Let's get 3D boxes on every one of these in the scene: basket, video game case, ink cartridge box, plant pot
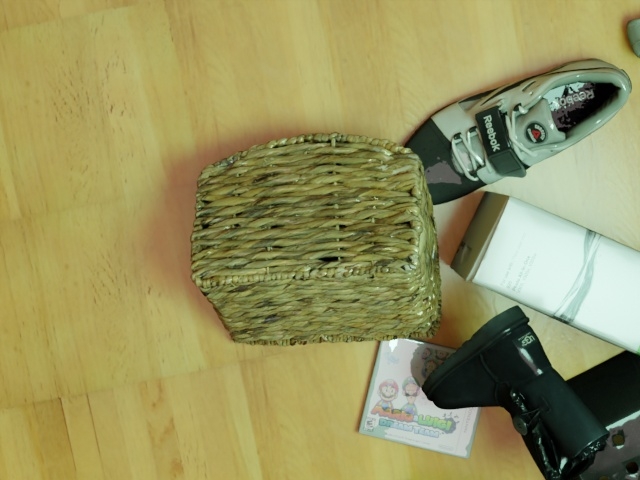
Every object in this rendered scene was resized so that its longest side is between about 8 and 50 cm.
[{"bbox_3d":[0.000,0.000,1.651,0.299,0.223,0.214,-5,63,11],"label":"basket"},{"bbox_3d":[0.143,0.211,1.733,0.157,0.019,0.143,14,94,-1],"label":"video game case"},{"bbox_3d":[0.328,0.047,1.624,0.289,0.211,0.122,24,93,-3],"label":"ink cartridge box"},{"bbox_3d":[0.388,0.278,1.668,0.187,0.167,0.188,-26,96,2],"label":"plant pot"}]

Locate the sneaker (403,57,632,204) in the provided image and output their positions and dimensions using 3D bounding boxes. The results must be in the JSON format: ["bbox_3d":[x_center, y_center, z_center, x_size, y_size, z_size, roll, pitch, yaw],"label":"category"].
[{"bbox_3d":[0.246,-0.145,1.643,0.330,0.146,0.122,-28,96,4],"label":"sneaker"}]

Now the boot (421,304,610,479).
[{"bbox_3d":[0.239,0.219,1.587,0.094,0.246,0.207,-22,72,-30],"label":"boot"}]

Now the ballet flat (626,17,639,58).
[{"bbox_3d":[0.505,-0.301,1.670,0.213,0.072,0.068,-20,72,-1],"label":"ballet flat"}]
